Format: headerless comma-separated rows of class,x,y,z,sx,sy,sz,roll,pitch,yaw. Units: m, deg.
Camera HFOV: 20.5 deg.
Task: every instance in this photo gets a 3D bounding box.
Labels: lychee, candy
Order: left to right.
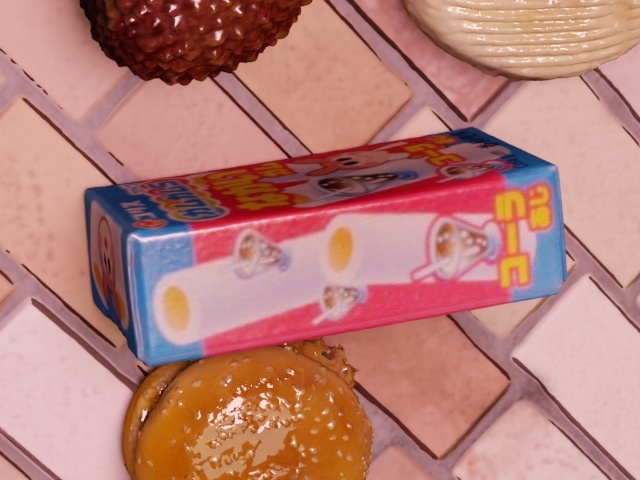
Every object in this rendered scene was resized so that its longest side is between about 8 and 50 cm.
lychee,-0.081,-0.194,1.145,0.188,0.188,0.188,-5,106,-17
candy,0.000,-0.001,1.232,0.306,0.157,0.100,-10,107,-15

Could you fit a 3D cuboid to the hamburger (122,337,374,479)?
hamburger,-0.045,0.150,1.284,0.191,0.118,0.182,-47,117,-6

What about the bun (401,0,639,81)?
bun,0.149,-0.223,1.233,0.220,0.134,0.220,-4,132,-5
